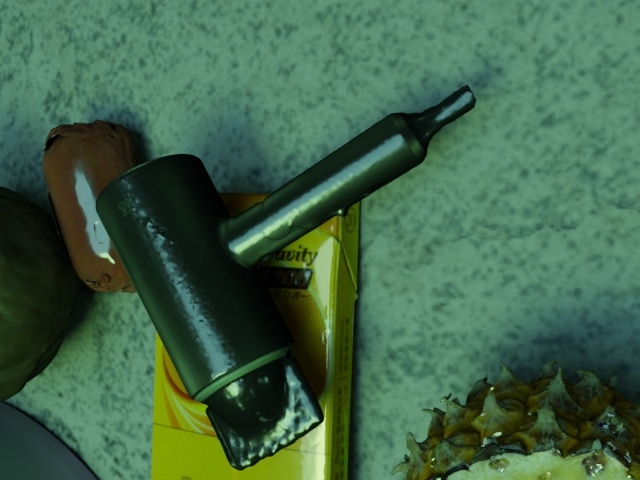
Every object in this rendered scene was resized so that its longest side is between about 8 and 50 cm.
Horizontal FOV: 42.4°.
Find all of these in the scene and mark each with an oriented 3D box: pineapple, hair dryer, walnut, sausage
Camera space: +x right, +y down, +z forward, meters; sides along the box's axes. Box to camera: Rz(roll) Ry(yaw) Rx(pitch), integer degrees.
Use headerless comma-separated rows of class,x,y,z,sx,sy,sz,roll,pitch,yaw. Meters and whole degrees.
pineapple,0.129,0.132,0.464,0.176,0.137,0.161,-9,114,21
hair dryer,0.000,0.000,0.507,0.248,0.078,0.196,-33,77,16
walnut,-0.296,0.044,0.628,0.224,0.224,0.224,3,97,28
sausage,-0.167,-0.027,0.634,0.076,0.076,0.141,-18,87,28

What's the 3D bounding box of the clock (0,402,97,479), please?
clock,-0.323,0.310,0.737,0.338,0.102,0.339,3,97,28

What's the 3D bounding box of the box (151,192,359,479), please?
box,-0.051,0.100,0.589,0.152,0.043,0.269,2,91,27
